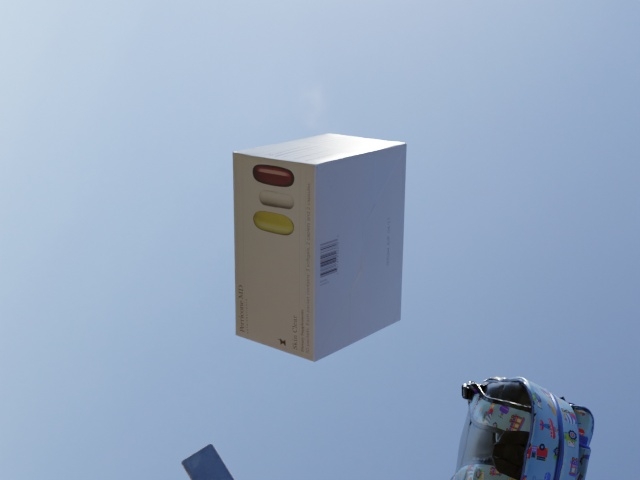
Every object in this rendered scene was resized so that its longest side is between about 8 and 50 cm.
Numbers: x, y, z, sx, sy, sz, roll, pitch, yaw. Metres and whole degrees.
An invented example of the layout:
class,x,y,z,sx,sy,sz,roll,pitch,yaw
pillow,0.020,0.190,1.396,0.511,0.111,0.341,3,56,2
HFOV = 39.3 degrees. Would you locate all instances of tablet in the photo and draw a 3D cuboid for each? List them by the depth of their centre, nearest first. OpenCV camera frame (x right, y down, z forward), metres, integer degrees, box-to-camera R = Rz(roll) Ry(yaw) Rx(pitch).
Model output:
class,x,y,z,sx,sy,sz,roll,pitch,yaw
tablet,-0.162,0.345,1.314,0.083,0.054,0.006,52,-19,25

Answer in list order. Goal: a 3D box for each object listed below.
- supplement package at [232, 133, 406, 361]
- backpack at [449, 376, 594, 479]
class,x,y,z,sx,sy,sz,roll,pitch,yaw
supplement package,0.000,0.000,1.227,0.145,0.204,0.261,12,-70,38
backpack,0.200,0.212,0.872,0.173,0.117,0.158,126,-20,-76
